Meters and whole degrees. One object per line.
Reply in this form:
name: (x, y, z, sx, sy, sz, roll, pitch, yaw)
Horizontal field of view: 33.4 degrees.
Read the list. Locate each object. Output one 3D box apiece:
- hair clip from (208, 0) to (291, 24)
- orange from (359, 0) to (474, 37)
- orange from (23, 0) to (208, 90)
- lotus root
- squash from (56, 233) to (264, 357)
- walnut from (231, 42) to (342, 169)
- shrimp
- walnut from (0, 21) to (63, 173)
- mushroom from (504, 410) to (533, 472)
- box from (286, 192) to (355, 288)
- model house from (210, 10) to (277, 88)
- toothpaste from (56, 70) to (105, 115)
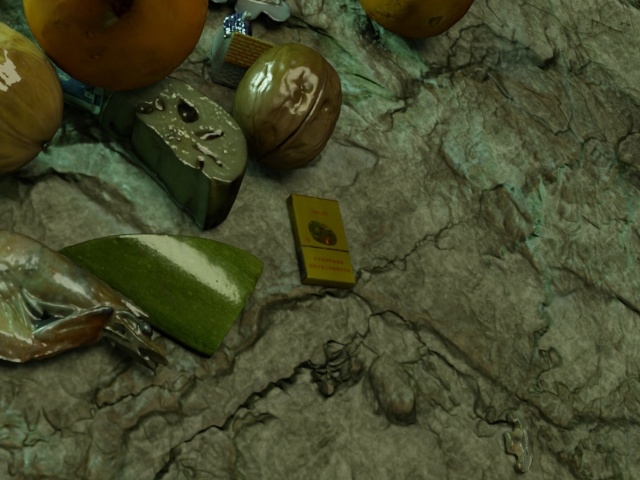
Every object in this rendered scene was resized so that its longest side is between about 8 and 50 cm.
hair clip: (-0.161, -0.449, 1.841, 0.257, 0.075, 0.146, 15, 53, -32)
orange: (0.180, -0.495, 1.975, 0.240, 0.240, 0.240, 17, 50, -22)
orange: (-0.271, -0.325, 1.418, 0.246, 0.246, 0.246, 17, 50, -22)
lotus root: (-0.200, -0.140, 1.547, 0.235, 0.119, 0.138, 41, 51, 1)
squash: (-0.210, 0.020, 1.439, 0.252, 0.093, 0.169, 33, 48, -8)
walnut: (-0.052, -0.209, 1.659, 0.167, 0.167, 0.207, 27, 68, -13)
shrimp: (-0.338, 0.095, 1.323, 0.317, 0.077, 0.168, 29, 56, -6)
walnut: (-0.444, -0.189, 1.374, 0.222, 0.195, 0.195, 34, 45, 2)
mushroom: (0.301, 0.305, 1.611, 0.049, 0.019, 0.101, 14, 51, -24)
box: (0.000, 0.000, 1.641, 0.087, 0.023, 0.155, 6, 55, -26)
model house: (-0.123, -0.315, 1.740, 0.088, 0.100, 0.100, 13, 51, -25)
toothpaste: (-0.408, -0.235, 1.542, 0.197, 0.035, 0.057, 19, 55, -24)
